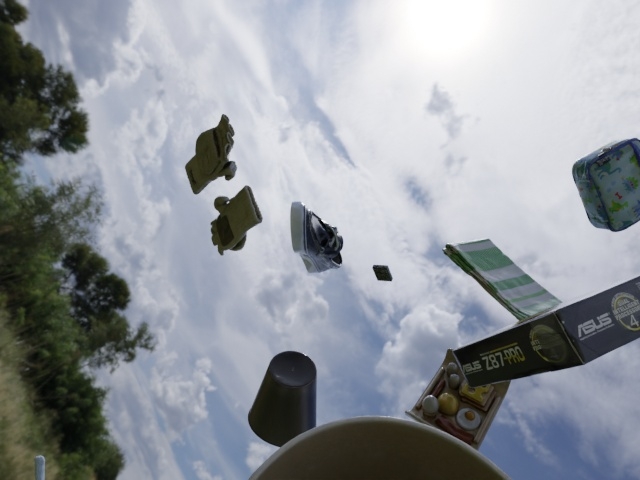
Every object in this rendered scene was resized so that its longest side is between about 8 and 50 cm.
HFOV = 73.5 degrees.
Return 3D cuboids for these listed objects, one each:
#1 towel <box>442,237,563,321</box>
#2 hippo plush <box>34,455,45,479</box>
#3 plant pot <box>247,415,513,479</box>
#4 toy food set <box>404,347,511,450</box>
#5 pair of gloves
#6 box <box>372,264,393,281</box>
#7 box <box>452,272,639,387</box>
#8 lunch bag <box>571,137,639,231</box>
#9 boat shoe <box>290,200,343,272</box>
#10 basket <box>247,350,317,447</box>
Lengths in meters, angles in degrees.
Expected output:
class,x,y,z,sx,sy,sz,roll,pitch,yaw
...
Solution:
class,x,y,z,sx,sy,sz,roll,pitch,yaw
towel,0.548,0.108,1.274,0.325,0.248,0.038,50,-49,37
hippo plush,-0.574,0.620,0.798,0.234,0.236,0.294,42,-56,2
plant pot,0.042,0.335,0.353,0.256,0.256,0.274,37,-42,34
toy food set,0.433,0.486,1.337,0.220,0.306,0.092,21,-46,34
pair of gloves,-0.190,-0.098,0.845,0.204,0.042,0.240,-40,-111,49
box,0.260,0.137,1.796,0.067,0.018,0.083,0,-46,32
box,0.498,0.157,0.817,0.318,0.395,0.097,120,-48,-64
lunch bag,0.785,-0.149,1.132,0.219,0.176,0.090,62,-1,-12
boat shoe,0.000,0.000,0.970,0.301,0.102,0.108,70,18,-63
basket,-0.089,0.428,1.175,0.204,0.154,0.227,17,-59,9
